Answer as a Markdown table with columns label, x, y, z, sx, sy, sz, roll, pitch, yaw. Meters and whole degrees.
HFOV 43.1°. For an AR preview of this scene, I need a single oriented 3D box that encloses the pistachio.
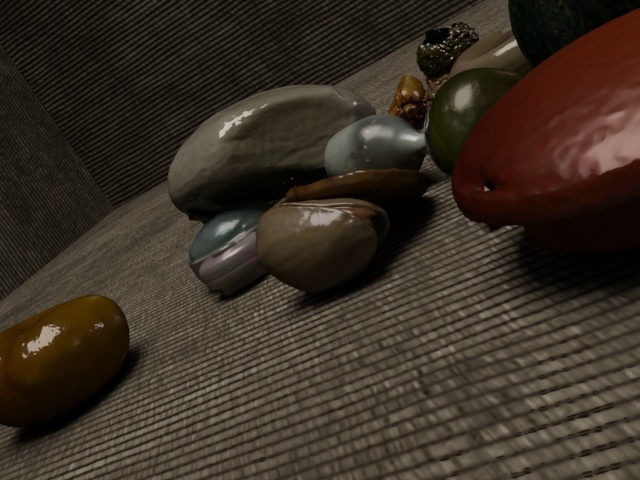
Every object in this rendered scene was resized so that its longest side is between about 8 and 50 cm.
| label | x | y | z | sx | sy | sz | roll | pitch | yaw |
| --- | --- | --- | --- | --- | --- | --- | --- | --- | --- |
| pistachio | 0.000 | 0.000 | 1.008 | 0.185 | 0.124 | 0.124 | -20 | 18 | 34 |

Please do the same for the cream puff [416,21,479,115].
| label | x | y | z | sx | sy | sz | roll | pitch | yaw |
| --- | --- | --- | --- | --- | --- | --- | --- | --- | --- |
| cream puff | 0.247 | -0.315 | 1.460 | 0.183 | 0.169 | 0.183 | -28 | 14 | 8 |

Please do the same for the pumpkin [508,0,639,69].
| label | x | y | z | sx | sy | sz | roll | pitch | yaw |
| --- | --- | --- | --- | --- | --- | --- | --- | --- | --- |
| pumpkin | 0.363 | -0.290 | 0.934 | 0.293 | 0.263 | 0.197 | -38 | 7 | 29 |

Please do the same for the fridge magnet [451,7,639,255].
| label | x | y | z | sx | sy | sz | roll | pitch | yaw |
| --- | --- | --- | --- | --- | --- | --- | --- | --- | --- |
| fridge magnet | 0.285 | -0.113 | 0.721 | 0.364 | 0.155 | 0.363 | -30 | 15 | 9 |

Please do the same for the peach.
| label | x | y | z | sx | sy | sz | roll | pitch | yaw |
| --- | --- | --- | --- | --- | --- | --- | --- | --- | --- |
| peach | -0.401 | 0.174 | 1.223 | 0.251 | 0.153 | 0.251 | -26 | 22 | 11 |

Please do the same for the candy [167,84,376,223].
| label | x | y | z | sx | sy | sz | roll | pitch | yaw |
| --- | --- | --- | --- | --- | --- | --- | --- | --- | --- |
| candy | -0.085 | -0.158 | 1.480 | 0.386 | 0.186 | 0.427 | -20 | -7 | -1 |

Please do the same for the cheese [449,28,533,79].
| label | x | y | z | sx | sy | sz | roll | pitch | yaw |
| --- | --- | --- | --- | --- | --- | --- | --- | --- | --- |
| cheese | 0.316 | -0.285 | 1.225 | 0.163 | 0.082 | 0.286 | -45 | 18 | -27 |

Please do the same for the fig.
| label | x | y | z | sx | sy | sz | roll | pitch | yaw |
| --- | --- | --- | --- | --- | --- | --- | --- | --- | --- |
| fig | 0.198 | -0.100 | 1.003 | 0.151 | 0.151 | 0.259 | -20 | 42 | 41 |

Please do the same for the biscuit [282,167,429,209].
| label | x | y | z | sx | sy | sz | roll | pitch | yaw |
| --- | --- | --- | --- | --- | --- | --- | --- | --- | --- |
| biscuit | 0.050 | -0.064 | 1.097 | 0.203 | 0.041 | 0.260 | -2 | -5 | -5 |

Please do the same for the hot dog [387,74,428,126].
| label | x | y | z | sx | sy | sz | roll | pitch | yaw |
| --- | --- | --- | --- | --- | --- | --- | --- | --- | --- |
| hot dog | 0.184 | -0.280 | 1.672 | 0.249 | 0.076 | 0.102 | -69 | 2 | -70 |

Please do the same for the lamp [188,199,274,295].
| label | x | y | z | sx | sy | sz | roll | pitch | yaw |
| --- | --- | --- | --- | --- | --- | --- | --- | --- | --- |
| lamp | -0.142 | 0.003 | 1.333 | 0.179 | 0.108 | 0.246 | -34 | 14 | 9 |

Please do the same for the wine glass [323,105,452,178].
| label | x | y | z | sx | sy | sz | roll | pitch | yaw |
| --- | --- | --- | --- | --- | --- | --- | --- | --- | --- |
| wine glass | 0.116 | -0.135 | 1.210 | 0.126 | 0.126 | 0.241 | -41 | 21 | -32 |

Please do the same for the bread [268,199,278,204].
| label | x | y | z | sx | sy | sz | roll | pitch | yaw |
| --- | --- | --- | --- | --- | --- | --- | --- | --- | --- |
| bread | -0.124 | -0.123 | 1.761 | 0.156 | 0.086 | 0.125 | -38 | 14 | -26 |
